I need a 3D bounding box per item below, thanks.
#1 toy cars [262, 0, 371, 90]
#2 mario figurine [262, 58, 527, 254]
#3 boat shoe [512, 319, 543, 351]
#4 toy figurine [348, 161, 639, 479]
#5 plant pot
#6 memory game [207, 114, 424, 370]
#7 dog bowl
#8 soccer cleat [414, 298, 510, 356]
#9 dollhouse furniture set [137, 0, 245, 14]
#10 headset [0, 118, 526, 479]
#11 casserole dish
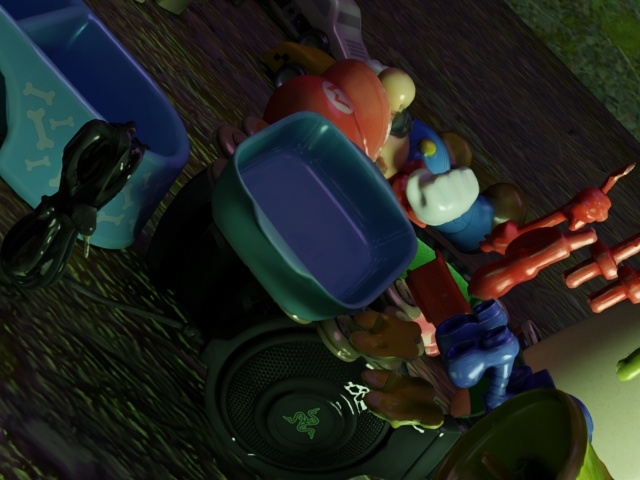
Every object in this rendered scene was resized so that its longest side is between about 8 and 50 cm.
[{"bbox_3d":[0.017,-0.194,1.822,0.176,0.087,0.393,37,21,-32],"label":"toy cars"},{"bbox_3d":[0.079,-0.087,1.552,0.320,0.198,0.170,18,78,-57],"label":"mario figurine"},{"bbox_3d":[0.225,0.138,1.697,0.137,0.043,0.049,50,16,1],"label":"boat shoe"},{"bbox_3d":[0.156,0.128,0.908,0.217,0.191,0.362,60,5,-16],"label":"toy figurine"},{"bbox_3d":[0.295,0.144,1.473,0.256,0.274,0.256,43,19,-19],"label":"plant pot"},{"bbox_3d":[0.000,0.000,1.070,0.186,0.012,0.186,41,27,-25],"label":"memory game"},{"bbox_3d":[-0.204,-0.130,1.202,0.297,0.074,0.166,48,18,-1],"label":"dog bowl"},{"bbox_3d":[0.081,0.036,1.496,0.248,0.083,0.095,16,57,-51],"label":"soccer cleat"},{"bbox_3d":[-0.095,-0.345,1.734,0.355,0.174,0.303,20,34,-55],"label":"dollhouse furniture set"},{"bbox_3d":[-0.017,0.023,1.141,0.394,0.185,0.243,10,38,-36],"label":"headset"},{"bbox_3d":[-0.005,-0.012,1.016,0.114,0.037,0.188,52,23,0],"label":"casserole dish"}]
